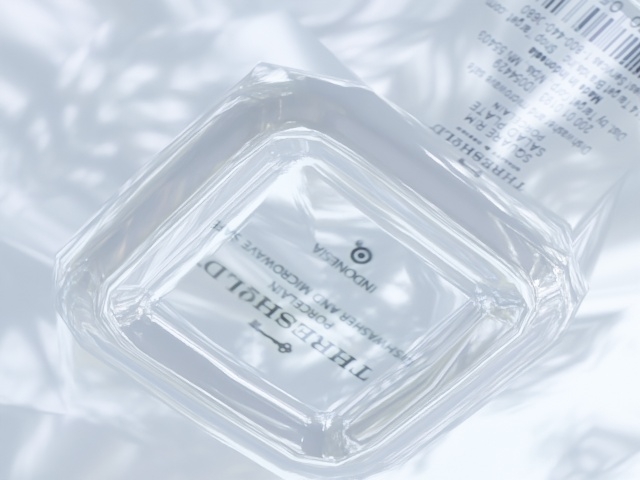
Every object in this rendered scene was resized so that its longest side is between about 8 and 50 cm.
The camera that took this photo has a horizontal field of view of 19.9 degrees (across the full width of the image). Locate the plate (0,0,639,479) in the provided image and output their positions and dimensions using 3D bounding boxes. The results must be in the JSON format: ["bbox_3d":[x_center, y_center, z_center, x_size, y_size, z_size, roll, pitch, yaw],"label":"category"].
[{"bbox_3d":[0.000,0.000,0.373,0.277,0.278,0.045,36,-148,-21],"label":"plate"}]
